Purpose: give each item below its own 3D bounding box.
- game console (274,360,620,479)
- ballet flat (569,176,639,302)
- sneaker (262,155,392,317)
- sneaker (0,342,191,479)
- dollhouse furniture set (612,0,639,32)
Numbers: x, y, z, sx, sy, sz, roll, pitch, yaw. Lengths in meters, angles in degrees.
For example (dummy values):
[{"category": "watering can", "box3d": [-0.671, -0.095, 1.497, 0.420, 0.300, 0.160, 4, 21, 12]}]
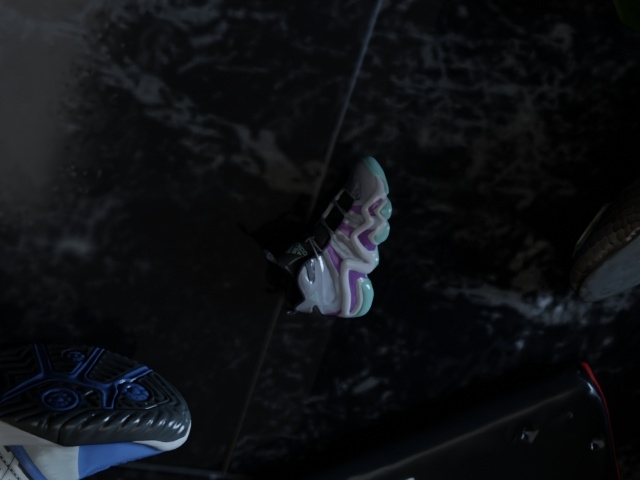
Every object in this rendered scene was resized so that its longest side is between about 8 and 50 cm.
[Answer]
[{"category": "game console", "box3d": [0.033, 0.283, 1.117, 0.386, 0.060, 0.342, -21, 113, -15]}, {"category": "ballet flat", "box3d": [0.242, -0.058, 1.062, 0.250, 0.058, 0.084, -42, 157, 3]}, {"category": "sneaker", "box3d": [0.000, 0.000, 0.983, 0.069, 0.038, 0.098, -2, 112, -24]}, {"category": "sneaker", "box3d": [-0.175, 0.110, 0.937, 0.211, 0.080, 0.081, -4, 120, -12]}, {"category": "dollhouse furniture set", "box3d": [0.241, -0.172, 1.005, 0.151, 0.058, 0.076, -31, 121, -9]}]
